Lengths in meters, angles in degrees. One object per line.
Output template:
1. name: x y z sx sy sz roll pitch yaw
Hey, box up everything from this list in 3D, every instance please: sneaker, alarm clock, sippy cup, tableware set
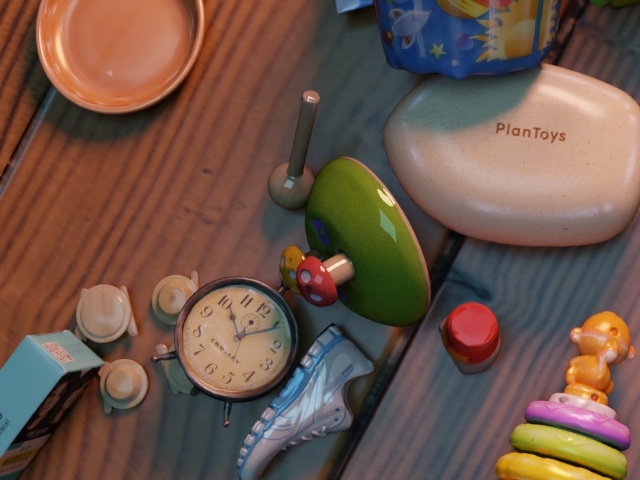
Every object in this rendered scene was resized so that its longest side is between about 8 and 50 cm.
1. sneaker: -0.013 0.185 1.270 0.083 0.071 0.191 36 92 7
2. alarm clock: -0.075 0.092 1.290 0.129 0.064 0.192 42 82 5
3. sippy cup: 0.138 -0.278 1.157 0.240 0.305 0.224 -7 112 -5
4. tableware set: -0.188 0.109 1.339 0.168 0.020 0.141 -12 82 9

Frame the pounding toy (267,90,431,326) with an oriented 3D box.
1. pounding toy: 0.000 0.000 1.216 0.110 0.183 0.237 -27 69 -19

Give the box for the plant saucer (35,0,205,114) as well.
1. plant saucer: -0.222 -0.238 1.374 0.199 0.037 0.200 -1 85 12

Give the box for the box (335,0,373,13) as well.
1. box: 0.055 -0.338 1.323 0.109 0.042 0.178 -12 83 11

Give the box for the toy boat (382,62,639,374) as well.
1. toy boat: 0.178 -0.025 1.226 0.267 0.148 0.318 14 80 8

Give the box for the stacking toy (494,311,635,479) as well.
1. stacking toy: 0.240 0.211 1.183 0.175 0.166 0.302 19 77 -2

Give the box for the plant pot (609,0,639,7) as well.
1. plant pot: 0.361 -0.385 1.181 0.227 0.207 0.228 -16 82 9

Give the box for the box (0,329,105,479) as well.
1. box: -0.341 0.210 1.309 0.060 0.100 0.244 40 99 12
